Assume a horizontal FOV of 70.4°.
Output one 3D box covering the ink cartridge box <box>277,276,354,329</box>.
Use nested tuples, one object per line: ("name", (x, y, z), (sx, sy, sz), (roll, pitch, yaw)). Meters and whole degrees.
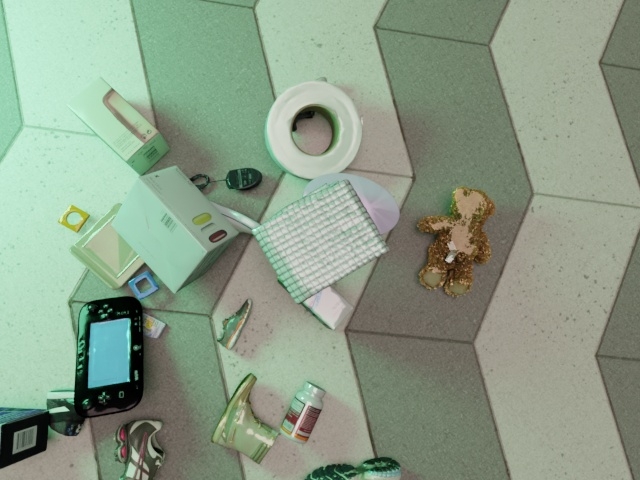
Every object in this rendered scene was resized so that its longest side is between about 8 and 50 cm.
("ink cartridge box", (-0.018, 0.151, 1.293), (0.212, 0.154, 0.093), (41, 80, 1))

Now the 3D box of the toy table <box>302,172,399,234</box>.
("toy table", (0.079, -0.090, 1.335), (0.274, 0.161, 0.252), (25, 80, -2))

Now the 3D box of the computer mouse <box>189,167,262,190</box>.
("computer mouse", (-0.295, -0.175, 1.376), (0.242, 0.041, 0.071), (-6, 74, 0))

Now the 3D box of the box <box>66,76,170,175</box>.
("box", (-0.573, -0.323, 1.308), (0.232, 0.148, 0.127), (43, 80, 1))

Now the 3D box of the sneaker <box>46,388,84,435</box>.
("sneaker", (-0.630, 0.467, 1.231), (0.217, 0.079, 0.121), (0, 85, 3))

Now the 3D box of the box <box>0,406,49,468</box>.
("box", (-0.826, 0.490, 1.139), (0.207, 0.153, 0.108), (-1, 83, 11))

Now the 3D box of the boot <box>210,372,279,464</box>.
("boot", (-0.186, 0.496, 1.267), (0.165, 0.077, 0.213), (28, 85, -1))

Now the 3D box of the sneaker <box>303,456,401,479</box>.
("sneaker", (0.090, 0.693, 1.252), (0.283, 0.110, 0.122), (-4, 86, -6))

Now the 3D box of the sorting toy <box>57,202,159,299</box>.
("sorting toy", (-0.584, 0.016, 1.311), (0.348, 0.047, 0.196), (42, 75, 0))

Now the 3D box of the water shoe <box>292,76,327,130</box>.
("water shoe", (-0.044, -0.424, 1.425), (0.203, 0.073, 0.080), (-44, 106, -4))

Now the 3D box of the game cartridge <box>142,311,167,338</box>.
("game cartridge", (-0.491, 0.246, 1.302), (0.083, 0.017, 0.056), (27, 84, -1))

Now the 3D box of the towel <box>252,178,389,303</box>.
("towel", (0.000, 0.000, 1.180), (0.284, 0.121, 0.235), (-31, 84, -6))

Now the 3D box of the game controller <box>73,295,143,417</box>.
("game controller", (-0.561, 0.302, 1.215), (0.167, 0.067, 0.319), (-11, 62, -4))

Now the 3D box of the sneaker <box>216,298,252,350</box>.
("sneaker", (-0.250, 0.234, 1.308), (0.065, 0.061, 0.157), (25, 80, 5))

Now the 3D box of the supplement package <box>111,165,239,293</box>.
("supplement package", (-0.396, -0.032, 1.239), (0.262, 0.145, 0.204), (47, 123, 1))

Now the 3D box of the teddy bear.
("teddy bear", (0.414, 0.005, 1.395), (0.245, 0.113, 0.337), (1, 89, 1))

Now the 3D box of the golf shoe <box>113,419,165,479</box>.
("golf shoe", (-0.475, 0.621, 1.209), (0.120, 0.105, 0.272), (-6, 83, -14))

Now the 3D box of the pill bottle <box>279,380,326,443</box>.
("pill bottle", (-0.045, 0.482, 1.278), (0.086, 0.086, 0.152), (27, 80, -1))

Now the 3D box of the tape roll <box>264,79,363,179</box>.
("tape roll", (-0.021, -0.322, 1.352), (0.286, 0.100, 0.286), (-1, 97, -11))

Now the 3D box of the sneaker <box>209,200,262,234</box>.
("sneaker", (-0.281, -0.050, 1.337), (0.258, 0.094, 0.091), (22, 89, 7))
